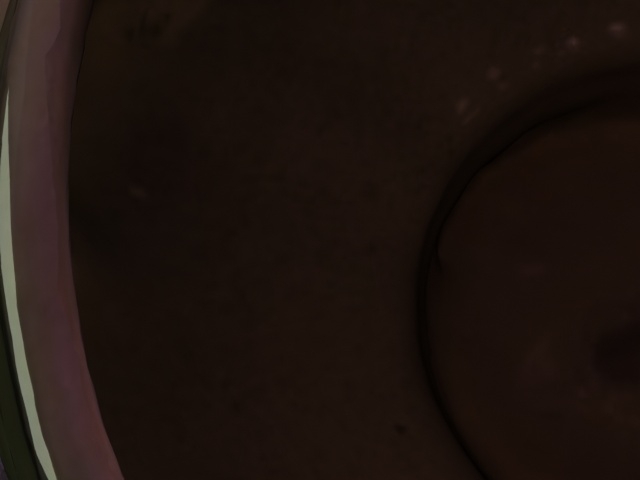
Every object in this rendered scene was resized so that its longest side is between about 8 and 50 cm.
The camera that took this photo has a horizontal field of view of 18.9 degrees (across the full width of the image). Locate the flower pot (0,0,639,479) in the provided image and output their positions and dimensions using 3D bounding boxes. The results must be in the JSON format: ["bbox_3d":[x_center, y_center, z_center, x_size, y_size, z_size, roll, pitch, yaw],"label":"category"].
[{"bbox_3d":[0.080,0.010,0.427,0.244,0.307,0.308,82,-174,-78],"label":"flower pot"}]
